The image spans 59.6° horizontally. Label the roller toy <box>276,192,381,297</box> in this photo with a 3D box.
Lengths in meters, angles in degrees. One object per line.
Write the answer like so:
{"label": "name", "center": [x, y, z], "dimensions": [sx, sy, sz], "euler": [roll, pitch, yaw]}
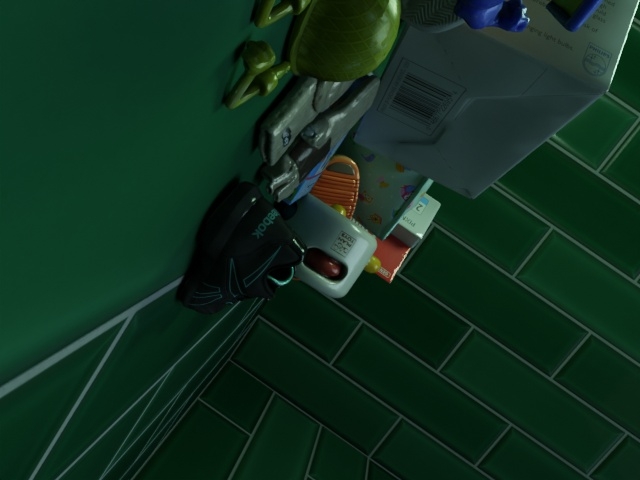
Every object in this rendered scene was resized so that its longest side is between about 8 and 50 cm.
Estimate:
{"label": "roller toy", "center": [0.000, 0.000, 1.013], "dimensions": [0.146, 0.209, 0.191], "euler": [-56, 159, 2]}

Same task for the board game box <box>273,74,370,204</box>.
{"label": "board game box", "center": [0.012, -0.160, 0.854], "dimensions": [0.211, 0.039, 0.160], "euler": [-55, 179, 15]}

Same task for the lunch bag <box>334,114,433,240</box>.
{"label": "lunch bag", "center": [0.126, -0.149, 1.226], "dimensions": [0.160, 0.223, 0.262], "euler": [-43, 171, -51]}

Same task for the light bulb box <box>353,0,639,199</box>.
{"label": "light bulb box", "center": [0.247, -0.305, 0.778], "dimensions": [0.361, 0.225, 0.358], "euler": [-64, -179, -17]}

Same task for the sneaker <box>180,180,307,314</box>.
{"label": "sneaker", "center": [-0.095, 0.041, 0.663], "dimensions": [0.101, 0.106, 0.267], "euler": [-56, -179, -31]}

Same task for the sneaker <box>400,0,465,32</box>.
{"label": "sneaker", "center": [0.171, -0.332, 0.458], "dimensions": [0.180, 0.125, 0.321], "euler": [-53, 177, -39]}

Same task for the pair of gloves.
{"label": "pair of gloves", "center": [-0.001, -0.149, 0.640], "dimensions": [0.204, 0.042, 0.240], "euler": [-49, 172, -10]}

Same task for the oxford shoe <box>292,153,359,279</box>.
{"label": "oxford shoe", "center": [-0.017, -0.068, 1.228], "dimensions": [0.363, 0.130, 0.132], "euler": [119, -23, -44]}

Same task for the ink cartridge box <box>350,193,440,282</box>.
{"label": "ink cartridge box", "center": [0.126, -0.077, 1.427], "dimensions": [0.261, 0.296, 0.066], "euler": [-54, 178, -32]}

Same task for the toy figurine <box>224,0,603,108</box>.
{"label": "toy figurine", "center": [0.116, -0.178, 0.331], "dimensions": [0.191, 0.217, 0.362], "euler": [-54, 178, -47]}
